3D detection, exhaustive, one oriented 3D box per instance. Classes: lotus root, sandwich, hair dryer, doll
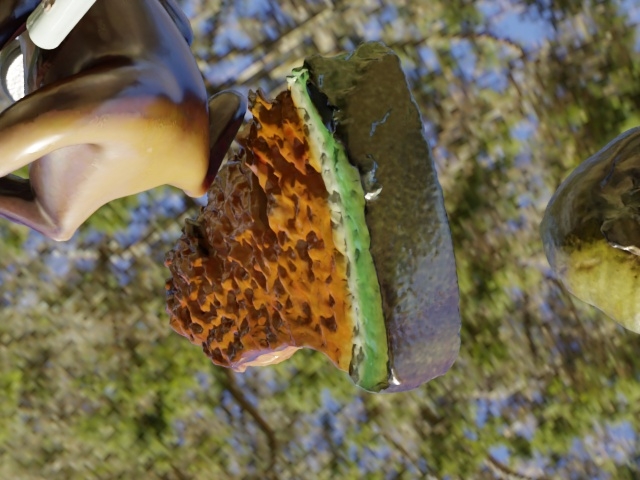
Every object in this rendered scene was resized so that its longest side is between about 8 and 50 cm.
[{"bbox_3d":[0.272,-0.022,1.375,0.203,0.078,0.183,25,-108,26],"label":"lotus root"},{"bbox_3d":[0.000,0.000,1.372,0.301,0.162,0.250,-19,-94,48],"label":"sandwich"},{"bbox_3d":[-0.147,-0.152,1.044,0.137,0.082,0.047,-37,-126,50],"label":"hair dryer"},{"bbox_3d":[-0.216,-0.163,1.245,0.209,0.318,0.339,-32,-96,36],"label":"doll"}]

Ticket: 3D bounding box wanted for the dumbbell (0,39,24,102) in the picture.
[{"bbox_3d":[-0.288,-0.225,1.871,0.100,0.100,0.191,-23,-139,11],"label":"dumbbell"}]
